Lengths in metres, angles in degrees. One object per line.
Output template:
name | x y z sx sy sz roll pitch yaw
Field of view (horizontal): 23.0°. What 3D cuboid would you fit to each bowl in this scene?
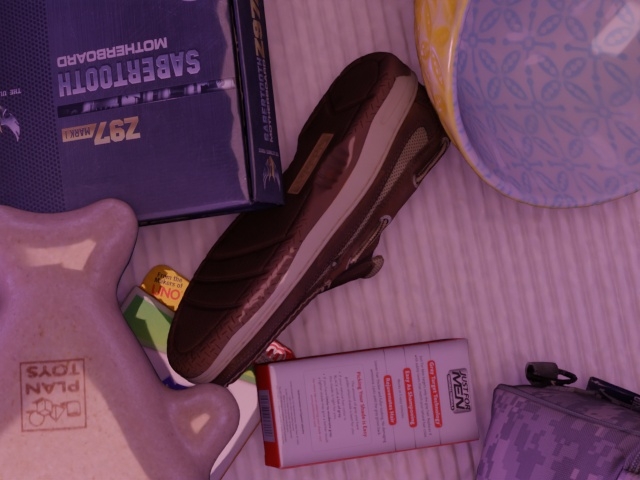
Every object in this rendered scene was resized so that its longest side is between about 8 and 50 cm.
bowl | 0.167 -0.182 1.022 0.289 0.289 0.156 -36 45 -4

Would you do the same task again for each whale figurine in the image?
whale figurine | -0.158 0.113 0.988 0.216 0.141 0.272 -5 82 -2

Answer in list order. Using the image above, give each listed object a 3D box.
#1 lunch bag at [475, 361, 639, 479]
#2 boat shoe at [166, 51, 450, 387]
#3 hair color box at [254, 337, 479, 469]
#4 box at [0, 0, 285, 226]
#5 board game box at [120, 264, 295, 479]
lunch bag | 0.176 0.248 0.978 0.256 0.212 0.305 19 87 41
boat shoe | 0.004 0.001 1.051 0.095 0.095 0.257 40 82 -30
hair color box | 0.031 0.108 1.056 0.141 0.043 0.072 -5 87 -16
box | -0.146 -0.097 1.034 0.233 0.059 0.183 -7 87 20
board game box | -0.135 0.152 1.071 0.124 0.039 0.259 34 83 0
